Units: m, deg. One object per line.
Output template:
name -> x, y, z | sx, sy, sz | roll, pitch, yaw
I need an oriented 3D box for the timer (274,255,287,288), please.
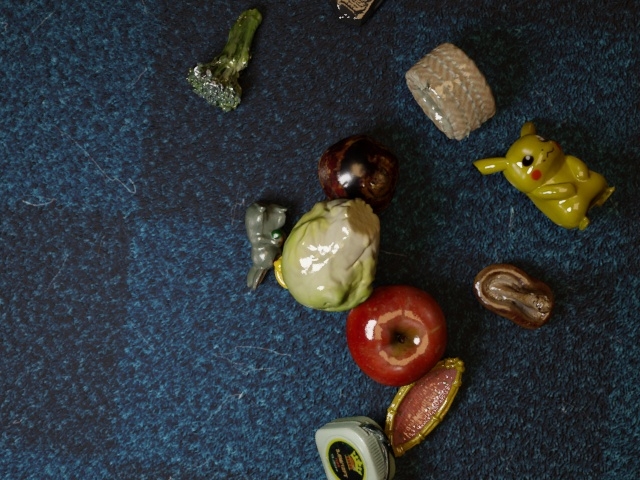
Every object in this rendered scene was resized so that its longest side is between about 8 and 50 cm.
timer -> -0.072, 0.080, 1.576 | 0.107, 0.109, 0.107 | 0, 87, 1

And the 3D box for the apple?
apple -> 0.194, 0.241, 1.507 | 0.260, 0.216, 0.261 | 0, 87, 0

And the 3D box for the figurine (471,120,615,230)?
figurine -> 0.599, -0.176, 1.546 | 0.326, 0.169, 0.218 | 43, 73, 1

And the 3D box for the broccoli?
broccoli -> -0.244, -0.508, 1.613 | 0.164, 0.145, 0.304 | 24, 75, -1

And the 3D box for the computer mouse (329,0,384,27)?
computer mouse -> 0.125, -0.696, 1.631 | 0.122, 0.073, 0.217 | 43, 95, 6

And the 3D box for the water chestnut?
water chestnut -> 0.094, -0.171, 1.554 | 0.223, 0.238, 0.224 | 8, 77, -38

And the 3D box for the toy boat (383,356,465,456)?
toy boat -> 0.268, 0.435, 1.556 | 0.141, 0.099, 0.318 | 36, 91, 3

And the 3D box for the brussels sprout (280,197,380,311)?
brussels sprout -> 0.033, 0.040, 1.429 | 0.242, 0.316, 0.274 | 30, 74, -7

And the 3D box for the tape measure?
tape measure -> 0.108, 0.576, 1.514 | 0.207, 0.115, 0.236 | -21, 86, 40

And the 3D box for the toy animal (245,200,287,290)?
toy animal -> -0.151, 0.009, 1.600 | 0.107, 0.138, 0.237 | -9, 114, -34

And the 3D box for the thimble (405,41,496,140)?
thimble -> 0.339, -0.392, 1.553 | 0.148, 0.196, 0.229 | -38, 116, 2

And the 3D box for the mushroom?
mushroom -> 0.515, 0.141, 1.501 | 0.226, 0.217, 0.148 | 21, 88, 3
